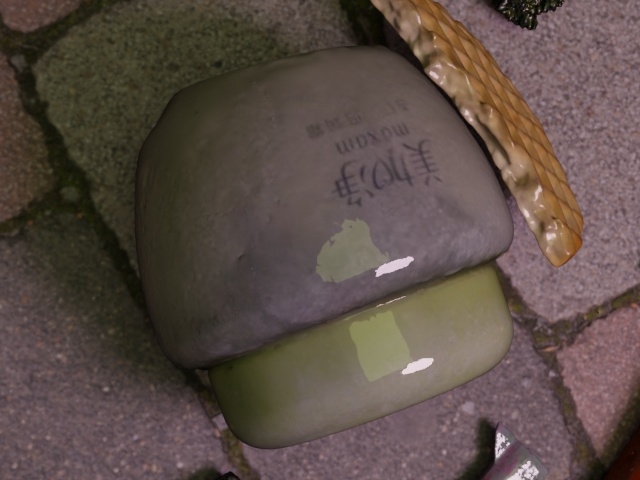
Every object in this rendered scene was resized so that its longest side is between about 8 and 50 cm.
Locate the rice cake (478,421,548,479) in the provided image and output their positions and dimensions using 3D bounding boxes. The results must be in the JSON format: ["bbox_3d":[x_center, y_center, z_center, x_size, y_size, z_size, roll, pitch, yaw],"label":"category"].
[{"bbox_3d":[0.115,0.305,1.169,0.290,0.051,0.081,-45,95,-12],"label":"rice cake"}]

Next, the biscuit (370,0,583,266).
[{"bbox_3d":[0.166,-0.125,1.123,0.040,0.204,0.309,-35,88,22],"label":"biscuit"}]

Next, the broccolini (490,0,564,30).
[{"bbox_3d":[0.293,-0.365,1.109,0.078,0.074,0.392,31,121,-8],"label":"broccolini"}]

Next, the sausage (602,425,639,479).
[{"bbox_3d":[0.369,0.223,1.201,0.102,0.102,0.330,34,85,-10],"label":"sausage"}]

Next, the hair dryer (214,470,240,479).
[{"bbox_3d":[-0.167,0.400,1.056,0.320,0.156,0.284,-20,82,-21],"label":"hair dryer"}]

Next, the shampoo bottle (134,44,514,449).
[{"bbox_3d":[0.000,0.000,1.014,0.322,0.322,0.317,-19,82,-12],"label":"shampoo bottle"}]
